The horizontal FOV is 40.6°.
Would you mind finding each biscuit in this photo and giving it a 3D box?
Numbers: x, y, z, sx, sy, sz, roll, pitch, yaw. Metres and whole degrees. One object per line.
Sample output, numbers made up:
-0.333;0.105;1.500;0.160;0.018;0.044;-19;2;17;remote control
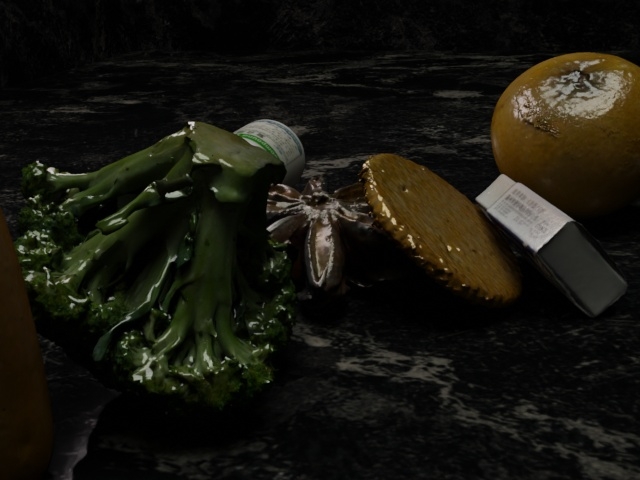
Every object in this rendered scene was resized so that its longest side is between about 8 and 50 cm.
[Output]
0.150;-0.012;1.068;0.254;0.035;0.254;30;28;-18;biscuit

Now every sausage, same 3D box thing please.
-0.295;0.051;0.701;0.116;0.354;0.134;-4;22;-2;sausage

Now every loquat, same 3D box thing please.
0.386;-0.157;1.299;0.263;0.263;0.263;-3;21;1;loquat

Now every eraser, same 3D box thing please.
0.280;0.000;1.074;0.068;0.124;0.210;-44;21;6;eraser

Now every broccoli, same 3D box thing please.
-0.152;0.023;0.856;0.321;0.283;0.304;22;29;-18;broccoli

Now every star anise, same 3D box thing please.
-0.001;-0.001;1.138;0.331;0.118;0.332;4;22;-2;star anise

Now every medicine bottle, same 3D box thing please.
-0.126;-0.107;1.409;0.139;0.139;0.237;5;23;21;medicine bottle
